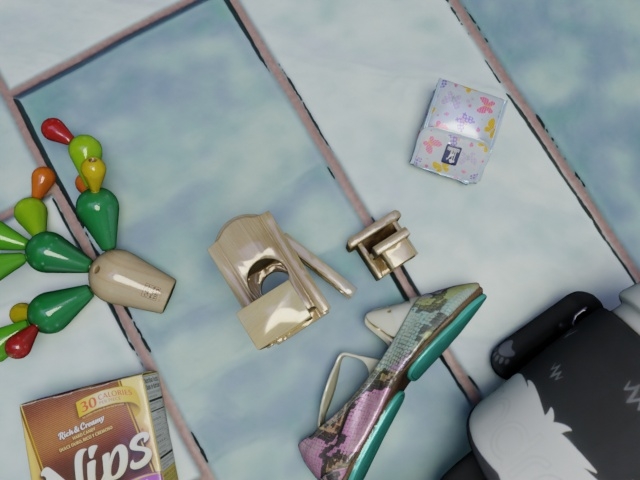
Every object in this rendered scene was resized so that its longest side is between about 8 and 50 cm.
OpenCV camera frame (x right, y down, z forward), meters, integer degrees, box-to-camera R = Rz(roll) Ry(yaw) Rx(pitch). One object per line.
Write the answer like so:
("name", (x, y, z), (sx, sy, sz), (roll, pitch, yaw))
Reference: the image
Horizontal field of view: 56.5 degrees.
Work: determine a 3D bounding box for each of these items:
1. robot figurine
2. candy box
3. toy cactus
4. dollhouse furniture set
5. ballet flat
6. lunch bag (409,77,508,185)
("robot figurine", (0.228, 0.152, 0.449), (0.278, 0.173, 0.209), (-43, 77, 12))
("candy box", (-0.180, 0.217, 0.511), (0.109, 0.053, 0.187), (-14, 80, -2))
("toy cactus", (-0.218, 0.013, 0.527), (0.180, 0.112, 0.219), (22, 73, -7))
("dollhouse furniture set", (0.000, 0.000, 0.481), (0.161, 0.182, 0.101), (-32, 83, -5))
("ballet flat", (0.056, 0.112, 0.525), (0.079, 0.077, 0.221), (33, 82, 24))
("lunch bag", (0.130, -0.101, 0.565), (0.071, 0.053, 0.083), (20, 90, 4))
